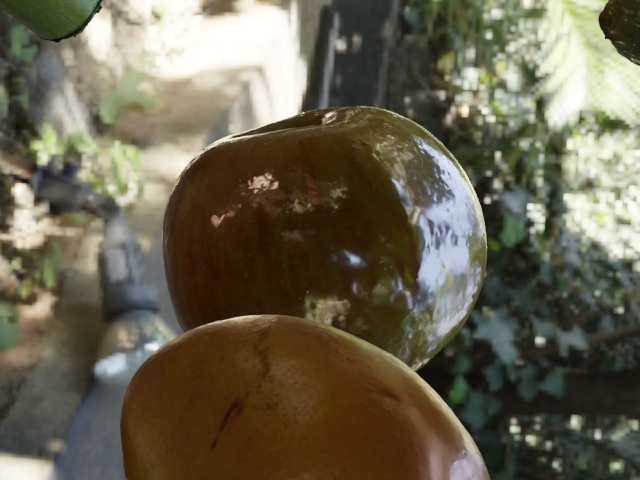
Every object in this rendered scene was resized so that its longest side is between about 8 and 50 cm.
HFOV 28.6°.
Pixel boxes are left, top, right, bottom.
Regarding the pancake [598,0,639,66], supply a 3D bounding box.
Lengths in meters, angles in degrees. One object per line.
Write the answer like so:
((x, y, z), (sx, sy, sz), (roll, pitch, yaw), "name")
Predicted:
((0.361, -0.224, 1.281), (0.151, 0.152, 0.025), (78, 19, -59), "pancake")

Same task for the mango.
((-0.016, 0.103, 0.543), (0.145, 0.219, 0.112), (-48, 135, -7), "mango")

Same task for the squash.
((-0.280, -0.249, 1.007), (0.224, 0.094, 0.094), (30, 59, -46), "squash")

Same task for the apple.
((0.000, 0.000, 1.520), (0.400, 0.400, 0.333), (-72, 158, -58), "apple")
